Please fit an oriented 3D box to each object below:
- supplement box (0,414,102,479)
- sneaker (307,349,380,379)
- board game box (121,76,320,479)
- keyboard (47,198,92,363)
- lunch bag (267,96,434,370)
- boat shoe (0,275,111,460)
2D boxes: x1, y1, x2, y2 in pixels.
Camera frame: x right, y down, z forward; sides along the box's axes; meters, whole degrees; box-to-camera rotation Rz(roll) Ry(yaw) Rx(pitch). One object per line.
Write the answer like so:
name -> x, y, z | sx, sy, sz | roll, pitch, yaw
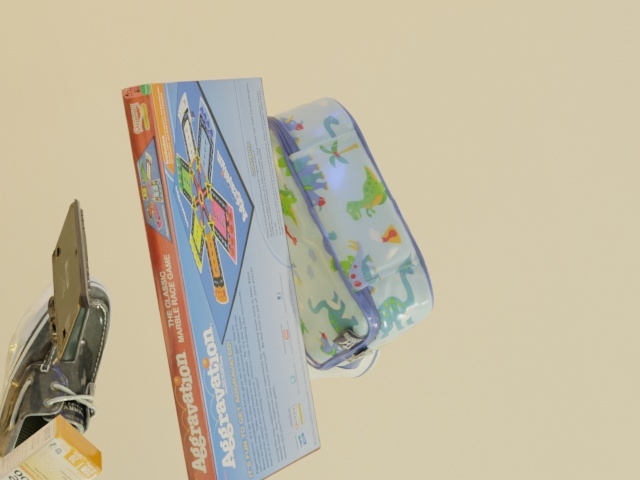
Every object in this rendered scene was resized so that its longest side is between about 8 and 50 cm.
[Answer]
supplement box -> -0.265, 0.222, 1.331 | 0.098, 0.036, 0.062 | -38, -64, 9
sneaker -> -0.071, 0.137, 1.748 | 0.315, 0.182, 0.127 | -21, -97, 60
board game box -> -0.065, 0.028, 0.976 | 0.027, 0.145, 0.281 | -7, -86, 28
keyboard -> -0.248, 0.049, 1.383 | 0.180, 0.023, 0.108 | -107, -143, -54
lunch bag -> 0.000, 0.000, 1.222 | 0.219, 0.090, 0.176 | 64, -25, 6
boat shoe -> -0.317, 0.203, 1.657 | 0.119, 0.121, 0.335 | 13, -100, 46
